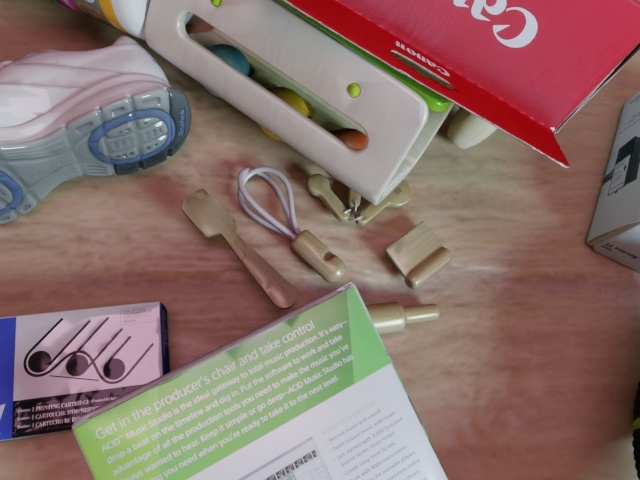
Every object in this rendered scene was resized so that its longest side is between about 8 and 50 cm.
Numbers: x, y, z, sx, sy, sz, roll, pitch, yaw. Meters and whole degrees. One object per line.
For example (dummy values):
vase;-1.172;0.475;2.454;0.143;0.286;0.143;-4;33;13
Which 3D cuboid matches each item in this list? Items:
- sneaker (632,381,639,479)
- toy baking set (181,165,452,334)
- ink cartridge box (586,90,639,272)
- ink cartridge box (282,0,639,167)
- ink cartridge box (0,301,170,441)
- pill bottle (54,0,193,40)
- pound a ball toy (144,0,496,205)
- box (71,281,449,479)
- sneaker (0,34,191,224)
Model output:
sneaker;0.354;0.207;0.406;0.147;0.145;0.385;13;61;13
toy baking set;0.003;0.006;0.504;0.256;0.030;0.197;-9;67;-18
ink cartridge box;0.403;-0.062;0.556;0.153;0.087;0.208;24;71;0
ink cartridge box;0.124;-0.242;0.460;0.309;0.130;0.272;25;40;-13
ink cartridge box;-0.233;0.112;0.424;0.207;0.046;0.097;-5;73;-10
pill bottle;-0.257;-0.321;0.496;0.278;0.162;0.162;25;70;5
pound a ball toy;0.015;-0.159;0.519;0.319;0.136;0.208;36;36;8
box;-0.008;0.225;0.394;0.232;0.058;0.322;-24;87;-17
sneaker;-0.276;-0.104;0.471;0.297;0.111;0.129;-20;61;-19
